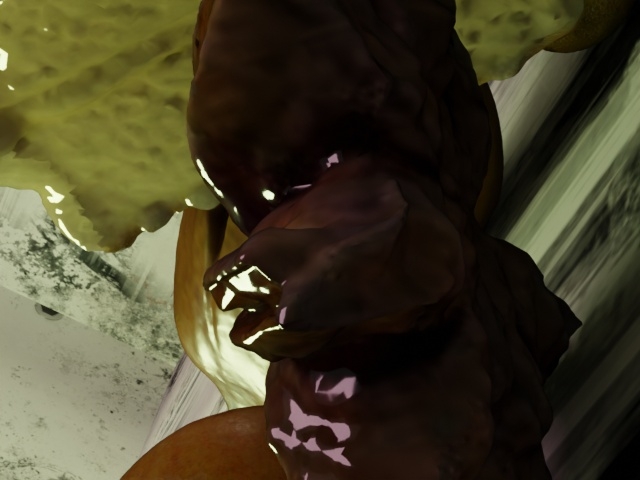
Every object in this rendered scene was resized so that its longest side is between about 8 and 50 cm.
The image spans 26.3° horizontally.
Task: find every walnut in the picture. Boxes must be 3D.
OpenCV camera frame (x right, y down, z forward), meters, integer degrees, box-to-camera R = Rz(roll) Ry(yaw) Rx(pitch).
[{"bbox_3d":[0.000,0.000,0.947,0.209,0.209,0.336,-86,18,-73],"label":"walnut"}]

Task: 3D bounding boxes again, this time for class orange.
[{"bbox_3d":[0.155,-0.162,0.835,0.095,0.085,0.085,-50,11,22],"label":"orange"}]

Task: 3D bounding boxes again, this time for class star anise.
[{"bbox_3d":[0.032,0.001,0.569,0.108,0.315,0.315,-18,29,23],"label":"star anise"}]

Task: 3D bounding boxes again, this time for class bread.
[{"bbox_3d":[-0.077,-0.239,0.805,0.371,0.279,0.390,-21,49,21],"label":"bread"}]

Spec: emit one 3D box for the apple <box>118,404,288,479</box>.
[{"bbox_3d":[-0.034,0.178,0.681,0.182,0.182,0.155,-60,37,30],"label":"apple"}]
